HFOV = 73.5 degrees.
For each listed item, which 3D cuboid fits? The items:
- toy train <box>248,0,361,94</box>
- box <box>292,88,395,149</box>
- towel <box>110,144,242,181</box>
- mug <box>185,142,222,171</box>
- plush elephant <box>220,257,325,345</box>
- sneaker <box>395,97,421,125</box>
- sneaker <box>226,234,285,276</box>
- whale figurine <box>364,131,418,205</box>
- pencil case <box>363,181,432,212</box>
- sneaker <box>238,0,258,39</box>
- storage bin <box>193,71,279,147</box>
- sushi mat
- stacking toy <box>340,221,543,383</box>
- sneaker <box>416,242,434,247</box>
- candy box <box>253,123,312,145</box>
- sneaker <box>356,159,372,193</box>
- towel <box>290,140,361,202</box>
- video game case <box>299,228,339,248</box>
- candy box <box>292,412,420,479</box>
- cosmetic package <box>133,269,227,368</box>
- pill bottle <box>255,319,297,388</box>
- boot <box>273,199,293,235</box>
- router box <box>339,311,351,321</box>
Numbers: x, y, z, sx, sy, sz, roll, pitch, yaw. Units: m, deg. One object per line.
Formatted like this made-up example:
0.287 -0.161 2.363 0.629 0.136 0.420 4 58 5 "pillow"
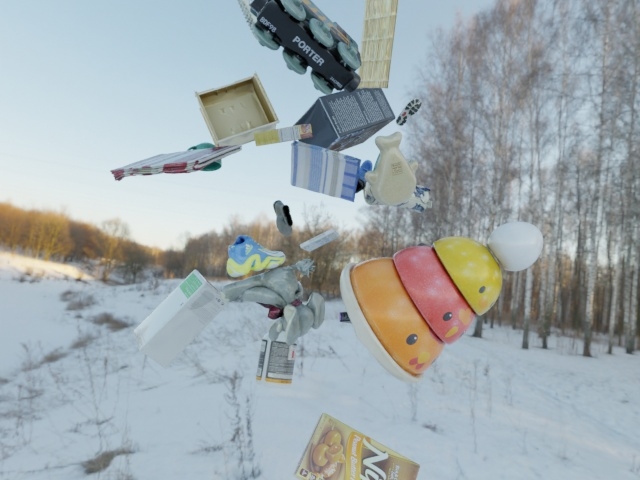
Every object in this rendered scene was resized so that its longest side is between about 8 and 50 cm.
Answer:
-0.030 -0.504 1.056 0.334 0.190 0.142 30 -49 -32 "toy train"
0.114 -0.586 2.121 0.395 0.212 0.293 -26 0 -32 "box"
-0.434 -0.240 1.308 0.329 0.037 0.237 -1 23 23 "towel"
-0.508 -0.378 1.890 0.129 0.097 0.158 -6 -13 6 "mug"
-0.123 0.230 1.471 0.330 0.255 0.272 -23 -13 30 "plush elephant"
0.456 -0.683 2.251 0.068 0.071 0.170 35 -55 -19 "sneaker"
-0.207 0.036 1.404 0.091 0.126 0.240 -4 8 36 "sneaker"
0.256 -0.269 1.603 0.216 0.272 0.141 -17 25 -10 "whale figurine"
0.427 -0.256 2.400 0.410 0.160 0.183 5 4 -31 "pencil case"
-0.197 -0.801 1.347 0.146 0.293 0.102 -25 18 -8 "sneaker"
-0.340 -0.524 1.735 0.262 0.260 0.123 -23 -8 -13 "storage bin"
0.185 -0.664 1.409 0.019 0.316 0.151 -5 17 -36 "sushi mat"
0.319 0.101 1.069 0.480 0.350 0.350 -36 -21 18 "stacking toy"
0.522 0.090 2.068 0.111 0.129 0.297 42 20 31 "sneaker"
-0.136 -0.387 1.572 0.187 0.053 0.109 -2 15 23 "candy box"
0.175 -0.265 1.800 0.058 0.152 0.084 29 16 -3 "sneaker"
0.011 -0.269 1.693 0.285 0.209 0.034 17 42 12 "towel"
0.000 0.000 1.691 0.143 0.019 0.157 -27 -11 6 "video game case"
0.103 0.657 1.224 0.316 0.183 0.087 26 -31 6 "candy box"
-0.588 0.325 1.808 0.155 0.365 0.197 52 -16 -31 "cosmetic package"
-0.189 0.501 1.895 0.162 0.278 0.162 8 -14 2 "pill bottle"
-0.203 -0.109 2.489 0.083 0.246 0.161 -25 30 -15 "boot"
0.188 0.333 1.835 0.133 0.046 0.179 -14 -24 43 "router box"
